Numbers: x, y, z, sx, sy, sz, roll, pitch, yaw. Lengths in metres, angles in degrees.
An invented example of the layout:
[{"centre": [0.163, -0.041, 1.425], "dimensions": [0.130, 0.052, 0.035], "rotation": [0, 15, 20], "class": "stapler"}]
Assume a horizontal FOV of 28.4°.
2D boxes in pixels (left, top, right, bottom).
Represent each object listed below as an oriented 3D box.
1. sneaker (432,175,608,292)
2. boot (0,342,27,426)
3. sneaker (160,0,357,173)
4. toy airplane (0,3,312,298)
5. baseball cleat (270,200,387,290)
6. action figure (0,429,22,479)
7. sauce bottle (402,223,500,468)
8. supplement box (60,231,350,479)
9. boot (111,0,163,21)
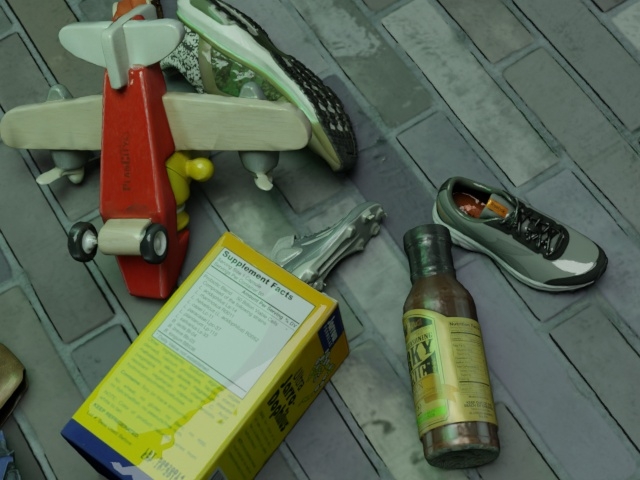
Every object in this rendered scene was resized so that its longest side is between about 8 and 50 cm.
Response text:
[{"centre": [0.285, -0.011, 1.828], "dimensions": [0.271, 0.108, 0.100], "rotation": [24, 67, 16], "class": "sneaker"}, {"centre": [-0.544, 0.269, 1.795], "dimensions": [0.115, 0.112, 0.305], "rotation": [36, 71, 10], "class": "boot"}, {"centre": [-0.109, -0.219, 1.989], "dimensions": [0.410, 0.158, 0.182], "rotation": [45, 107, 22], "class": "sneaker"}, {"centre": [-0.251, -0.159, 1.875], "dimensions": [0.386, 0.272, 0.384], "rotation": [46, 109, 10], "class": "toy airplane"}, {"centre": [0.000, 0.000, 1.877], "dimensions": [0.109, 0.072, 0.206], "rotation": [29, 61, 34], "class": "baseball cleat"}, {"centre": [-0.454, 0.429, 1.706], "dimensions": [0.330, 0.178, 0.341], "rotation": [-13, 33, -6], "class": "action figure"}, {"centre": [0.172, 0.142, 1.766], "dimensions": [0.111, 0.111, 0.344], "rotation": [-9, 61, 2], "class": "sauce bottle"}, {"centre": [-0.146, 0.204, 1.724], "dimensions": [0.194, 0.195, 0.356], "rotation": [33, 73, 20], "class": "supplement box"}, {"centre": [-0.303, -0.354, 2.088], "dimensions": [0.084, 0.059, 0.158], "rotation": [-16, 45, 2], "class": "boot"}]
